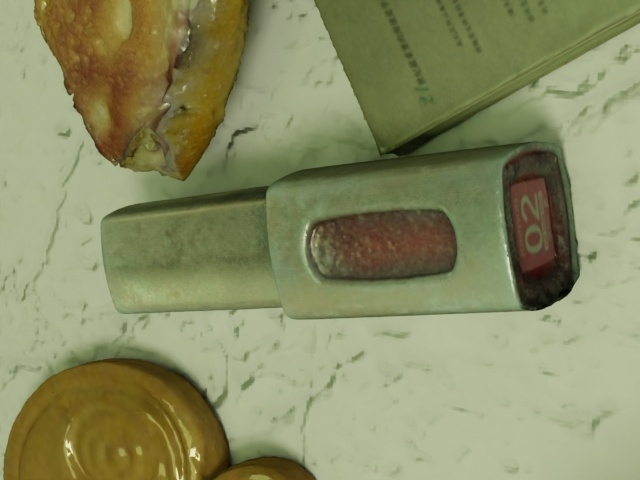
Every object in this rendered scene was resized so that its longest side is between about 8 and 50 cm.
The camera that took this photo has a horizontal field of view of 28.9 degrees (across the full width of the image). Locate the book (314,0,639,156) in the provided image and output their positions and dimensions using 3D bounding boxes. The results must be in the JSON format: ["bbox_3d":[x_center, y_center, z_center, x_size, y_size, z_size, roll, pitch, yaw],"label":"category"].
[{"bbox_3d":[0.099,-0.191,0.571,0.283,0.025,0.215,-26,82,34],"label":"book"}]

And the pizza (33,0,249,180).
[{"bbox_3d":[-0.087,-0.182,0.658,0.161,0.086,0.305,17,114,45],"label":"pizza"}]

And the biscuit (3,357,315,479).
[{"bbox_3d":[-0.090,0.188,0.760,0.289,0.044,0.202,30,114,28],"label":"biscuit"}]

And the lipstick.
[{"bbox_3d":[0.000,0.000,0.641,0.253,0.077,0.079,-3,98,35],"label":"lipstick"}]
